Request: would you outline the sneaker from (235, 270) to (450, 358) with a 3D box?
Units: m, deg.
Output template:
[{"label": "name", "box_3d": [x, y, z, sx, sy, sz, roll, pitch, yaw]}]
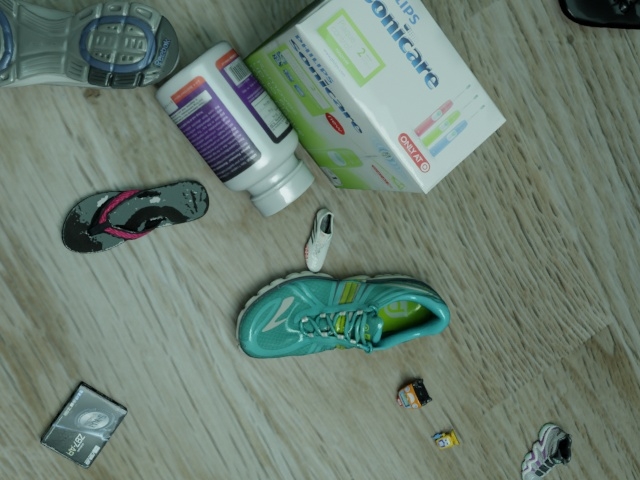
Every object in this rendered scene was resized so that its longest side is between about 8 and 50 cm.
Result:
[{"label": "sneaker", "box_3d": [0.031, 0.094, 0.963, 0.275, 0.110, 0.107, -8, 104, -16]}]

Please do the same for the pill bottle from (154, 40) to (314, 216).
[{"label": "pill bottle", "box_3d": [-0.095, -0.127, 0.911, 0.108, 0.108, 0.193, -40, 104, -11]}]

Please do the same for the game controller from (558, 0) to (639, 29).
[{"label": "game controller", "box_3d": [0.411, -0.454, 1.068, 0.167, 0.067, 0.319, 0, 94, -18]}]

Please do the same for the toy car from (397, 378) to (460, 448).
[{"label": "toy car", "box_3d": [0.142, 0.243, 1.046, 0.041, 0.060, 0.122, -27, 96, 18]}]

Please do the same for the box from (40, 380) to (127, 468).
[{"label": "box", "box_3d": [-0.283, 0.222, 0.926, 0.067, 0.018, 0.083, 37, 83, -16]}]

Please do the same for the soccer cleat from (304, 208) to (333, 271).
[{"label": "soccer cleat", "box_3d": [0.000, 0.000, 0.989, 0.029, 0.035, 0.083, 13, 90, -18]}]

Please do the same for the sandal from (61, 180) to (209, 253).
[{"label": "sandal", "box_3d": [-0.218, -0.033, 0.914, 0.179, 0.040, 0.067, -17, 100, -16]}]

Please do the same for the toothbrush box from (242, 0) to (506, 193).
[{"label": "toothbrush box", "box_3d": [0.041, -0.168, 0.859, 0.122, 0.283, 0.206, -43, 106, -11]}]

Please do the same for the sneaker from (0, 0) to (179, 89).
[{"label": "sneaker", "box_3d": [-0.296, -0.207, 0.844, 0.297, 0.129, 0.111, 9, 94, 0]}]

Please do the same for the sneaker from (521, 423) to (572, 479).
[{"label": "sneaker", "box_3d": [0.328, 0.314, 1.101, 0.038, 0.069, 0.098, 24, 87, -18]}]
